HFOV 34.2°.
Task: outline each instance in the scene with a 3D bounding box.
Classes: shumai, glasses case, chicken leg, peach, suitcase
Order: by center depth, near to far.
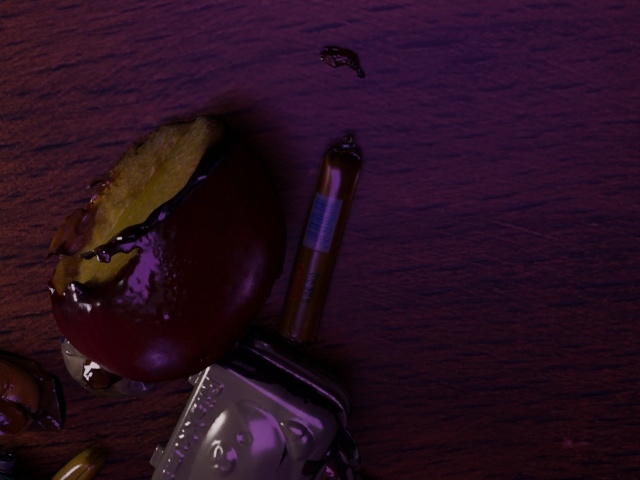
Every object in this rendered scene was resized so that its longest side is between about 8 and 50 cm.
[{"bbox_3d":[-0.236,0.003,1.653,0.353,0.339,0.416,3,108,-30],"label":"peach"},{"bbox_3d":[0.039,-0.293,1.685,0.083,0.021,0.036,21,99,-7],"label":"chicken leg"},{"bbox_3d":[-0.095,0.362,1.797,0.339,0.194,0.351,29,111,6],"label":"suitcase"},{"bbox_3d":[-0.373,0.217,1.828,0.201,0.120,0.201,4,116,8],"label":"shumai"},{"bbox_3d":[-0.488,0.474,1.952,0.064,0.079,0.234,44,107,-2],"label":"glasses case"}]

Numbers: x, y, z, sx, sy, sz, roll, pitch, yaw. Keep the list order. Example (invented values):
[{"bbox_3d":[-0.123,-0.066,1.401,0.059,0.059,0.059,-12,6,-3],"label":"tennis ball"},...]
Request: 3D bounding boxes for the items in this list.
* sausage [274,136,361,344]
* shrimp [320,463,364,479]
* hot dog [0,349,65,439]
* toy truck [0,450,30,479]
[{"bbox_3d":[0.000,0.000,1.755,0.082,0.082,0.371,14,108,0],"label":"sausage"},{"bbox_3d":[0.015,0.497,1.934,0.262,0.051,0.198,32,115,-1],"label":"shrimp"},{"bbox_3d":[-0.643,0.293,1.893,0.326,0.107,0.194,1,108,5],"label":"hot dog"},{"bbox_3d":[-0.656,0.445,1.920,0.253,0.124,0.114,17,112,6],"label":"toy truck"}]
